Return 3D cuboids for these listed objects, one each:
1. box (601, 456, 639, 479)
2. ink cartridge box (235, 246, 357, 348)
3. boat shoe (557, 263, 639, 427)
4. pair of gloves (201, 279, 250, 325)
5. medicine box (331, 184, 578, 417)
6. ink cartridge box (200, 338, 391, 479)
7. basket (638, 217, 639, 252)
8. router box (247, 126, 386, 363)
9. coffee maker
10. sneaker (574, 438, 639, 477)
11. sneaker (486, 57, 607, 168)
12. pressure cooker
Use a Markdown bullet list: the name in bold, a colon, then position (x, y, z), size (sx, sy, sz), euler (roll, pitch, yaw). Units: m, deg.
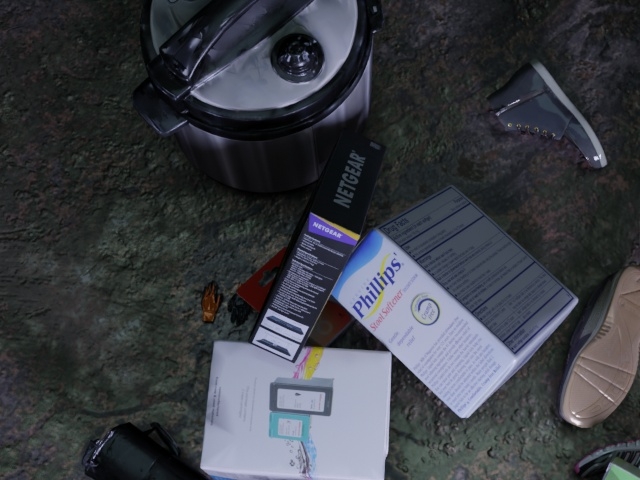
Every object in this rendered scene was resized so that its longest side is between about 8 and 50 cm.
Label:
- **box**: position (0.526, 0.499, 1.628), size (0.322, 0.058, 0.232), euler (28, 101, 18)
- **ink cartridge box**: position (-0.025, 0.089, 1.811), size (0.179, 0.045, 0.145), euler (39, 50, 9)
- **boat shoe**: position (0.452, 0.171, 1.779), size (0.103, 0.092, 0.285), euler (29, 73, -10)
- **pair of gloves**: position (-0.159, 0.105, 1.857), size (0.083, 0.010, 0.074), euler (5, 72, 0)
- **medicine box**: position (0.210, 0.084, 1.713), size (0.289, 0.149, 0.263), euler (43, 35, 14)
- **ink cartridge box**: position (-0.032, 0.274, 1.706), size (0.270, 0.198, 0.197), euler (4, 73, 2)
- **basket**: position (0.580, 0.007, 1.773), size (0.103, 0.113, 0.167), euler (23, 46, -8)
- **router box**: position (0.000, 0.000, 1.668), size (0.081, 0.243, 0.309), euler (24, 30, -3)
- **coffee maker**: position (-0.265, 0.375, 1.697), size (0.178, 0.171, 0.120), euler (33, 105, 13)
- **sneaker**: position (0.487, 0.357, 1.736), size (0.171, 0.063, 0.074), euler (-11, 67, -7)
- **sneaker**: position (0.390, -0.193, 1.907), size (0.118, 0.083, 0.222), euler (-37, 82, 10)
- **pressure cooker**: position (-0.090, -0.301, 1.763), size (0.376, 0.420, 0.369), euler (6, 74, 4)
